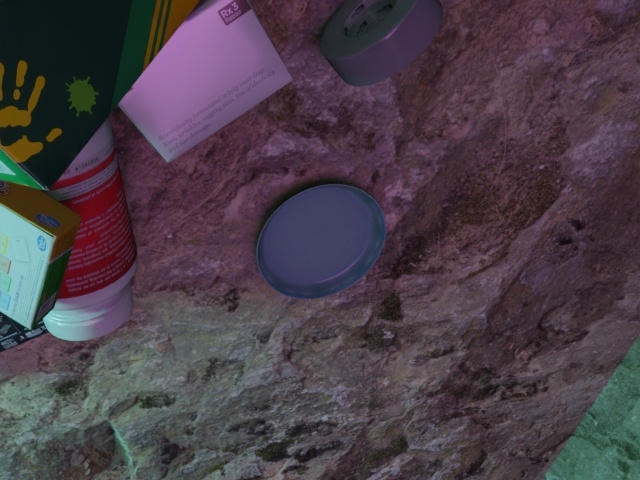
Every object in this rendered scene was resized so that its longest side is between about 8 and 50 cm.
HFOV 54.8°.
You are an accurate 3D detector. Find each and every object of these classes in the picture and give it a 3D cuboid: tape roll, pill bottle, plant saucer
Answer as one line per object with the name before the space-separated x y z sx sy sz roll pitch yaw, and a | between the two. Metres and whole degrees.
tape roll | 0.106 -0.383 1.105 0.219 0.219 0.072 -42 127 9
pill bottle | -0.461 -0.025 1.118 0.228 0.229 0.408 -11 126 -15
plant saucer | 0.000 0.000 1.442 0.317 0.044 0.318 -11 127 -15

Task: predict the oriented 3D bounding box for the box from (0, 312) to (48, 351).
box | -0.725 0.137 1.222 0.307 0.077 0.243 -24 128 -5

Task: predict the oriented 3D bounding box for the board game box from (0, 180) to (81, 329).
board game box | -0.548 -0.028 0.961 0.316 0.064 0.242 33 128 -3

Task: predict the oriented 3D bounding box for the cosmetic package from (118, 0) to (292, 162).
cosmetic package | -0.213 -0.301 0.926 0.217 0.385 0.156 -32 129 2

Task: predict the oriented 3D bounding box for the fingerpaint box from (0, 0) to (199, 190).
fingerpaint box | -0.402 -0.274 0.743 0.371 0.444 0.163 -61 145 -25
